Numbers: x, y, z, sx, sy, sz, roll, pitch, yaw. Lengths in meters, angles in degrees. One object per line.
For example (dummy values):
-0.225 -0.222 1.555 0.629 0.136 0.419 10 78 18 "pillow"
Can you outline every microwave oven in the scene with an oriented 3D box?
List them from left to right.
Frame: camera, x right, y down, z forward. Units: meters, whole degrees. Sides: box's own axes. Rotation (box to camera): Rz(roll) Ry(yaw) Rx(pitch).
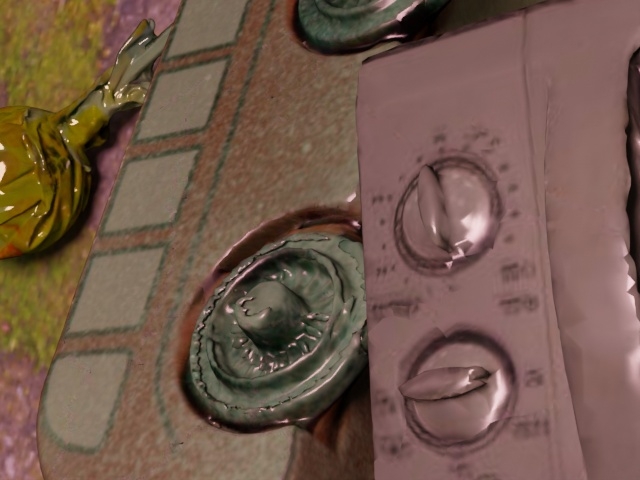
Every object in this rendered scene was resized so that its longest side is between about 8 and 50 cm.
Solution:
0.188 0.008 0.418 0.295 0.237 0.181 -14 69 30 "microwave oven"

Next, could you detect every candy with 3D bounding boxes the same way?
-0.088 -0.085 0.733 0.262 0.073 0.077 -39 79 10 "candy"

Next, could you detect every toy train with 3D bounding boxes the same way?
0.000 0.000 0.555 0.159 0.129 0.326 -10 52 36 "toy train"
